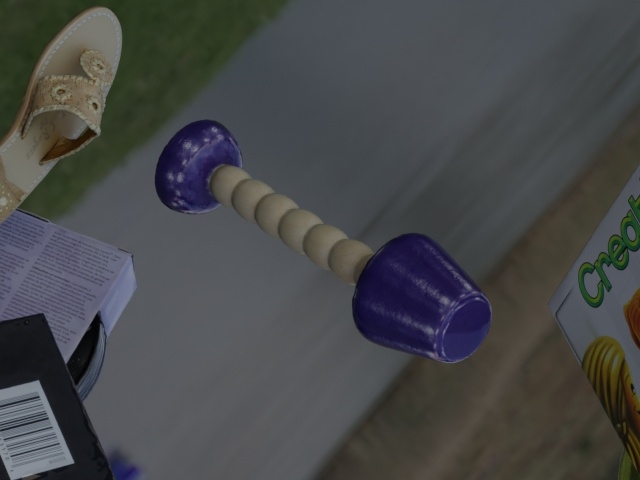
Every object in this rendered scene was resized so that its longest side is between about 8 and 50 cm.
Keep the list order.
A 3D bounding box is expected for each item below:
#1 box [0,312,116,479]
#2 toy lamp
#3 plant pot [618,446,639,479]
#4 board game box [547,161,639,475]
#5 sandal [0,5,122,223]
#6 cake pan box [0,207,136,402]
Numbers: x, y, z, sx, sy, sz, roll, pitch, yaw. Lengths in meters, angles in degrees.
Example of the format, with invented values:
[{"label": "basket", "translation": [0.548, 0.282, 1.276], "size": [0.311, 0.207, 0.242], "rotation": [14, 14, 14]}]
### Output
[{"label": "box", "translation": [-0.208, 0.155, 1.254], "size": [0.093, 0.156, 0.158], "rotation": [-12, 155, -33]}, {"label": "toy lamp", "translation": [0.000, 0.000, 1.294], "size": [0.080, 0.274, 0.080], "rotation": [-26, 131, -34]}, {"label": "plant pot", "translation": [0.422, 0.242, 1.787], "size": [0.276, 0.276, 0.254], "rotation": [-48, 180, 2]}, {"label": "board game box", "translation": [0.243, 0.029, 1.125], "size": [0.053, 0.193, 0.305], "rotation": [-12, 150, -25]}, {"label": "sandal", "translation": [-0.228, -0.097, 1.741], "size": [0.240, 0.079, 0.088], "rotation": [-54, 136, -15]}, {"label": "cake pan box", "translation": [-0.339, 0.080, 1.910], "size": [0.070, 0.267, 0.246], "rotation": [87, 26, -59]}]
